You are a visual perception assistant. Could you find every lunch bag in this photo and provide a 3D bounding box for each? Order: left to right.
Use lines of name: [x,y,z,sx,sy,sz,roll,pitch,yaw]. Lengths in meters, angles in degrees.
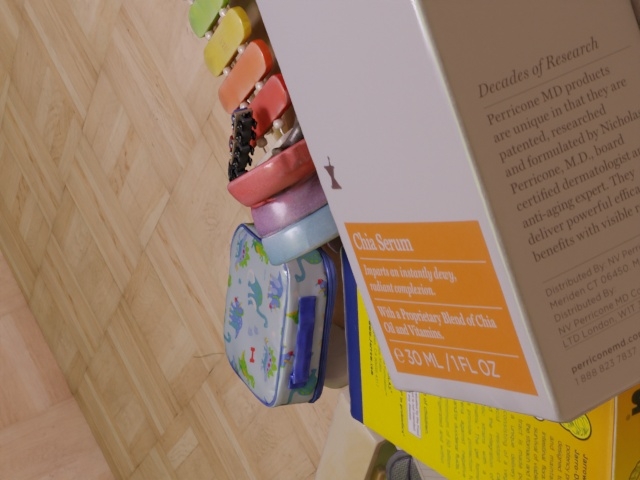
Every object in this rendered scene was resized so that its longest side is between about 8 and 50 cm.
lunch bag: [-0.052,0.095,1.885,0.176,0.090,0.219,39,128,55]

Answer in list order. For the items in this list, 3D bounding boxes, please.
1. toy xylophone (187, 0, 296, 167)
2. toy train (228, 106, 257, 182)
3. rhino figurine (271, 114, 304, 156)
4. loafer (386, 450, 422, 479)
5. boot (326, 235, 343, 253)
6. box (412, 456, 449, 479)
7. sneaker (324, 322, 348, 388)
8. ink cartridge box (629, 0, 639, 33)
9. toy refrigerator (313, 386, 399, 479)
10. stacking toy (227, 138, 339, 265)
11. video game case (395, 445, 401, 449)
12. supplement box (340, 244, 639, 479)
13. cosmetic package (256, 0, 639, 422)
toy xylophone: [-0.105,-0.236,1.839,0.323,0.081,0.236,60,156,13]
toy train: [-0.098,-0.114,1.806,0.158,0.027,0.036,102,149,-56]
rhino figurine: [0.027,-0.153,1.624,0.073,0.106,0.243,38,155,-7]
loafer: [0.190,0.376,1.811,0.109,0.095,0.303,-27,92,36]
boot: [0.000,0.000,1.891,0.114,0.037,0.106,111,144,-53]
box: [0.163,0.180,1.614,0.148,0.121,0.311,-13,100,65]
sneaker: [0.000,0.161,2.016,0.212,0.080,0.094,38,157,56]
ink cartridge box: [0.233,-0.200,1.065,0.232,0.171,0.168,22,131,57]
toy refrigerator: [0.071,0.279,1.920,0.094,0.102,0.269,54,153,25]
stacking toy: [0.089,-0.081,1.361,0.279,0.309,0.130,-24,98,56]
video game case: [0.097,0.148,1.717,0.019,0.143,0.157,-20,94,33]
supplement box: [0.202,0.114,1.332,0.356,0.194,0.195,26,127,49]
cosmetic package: [0.094,-0.119,1.016,0.230,0.161,0.453,-1,111,64]
